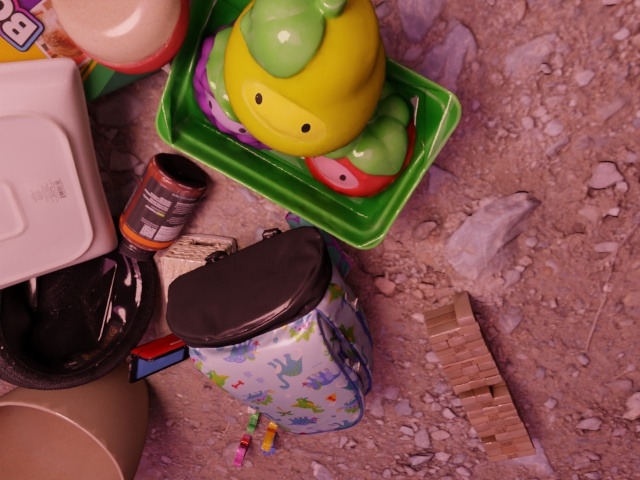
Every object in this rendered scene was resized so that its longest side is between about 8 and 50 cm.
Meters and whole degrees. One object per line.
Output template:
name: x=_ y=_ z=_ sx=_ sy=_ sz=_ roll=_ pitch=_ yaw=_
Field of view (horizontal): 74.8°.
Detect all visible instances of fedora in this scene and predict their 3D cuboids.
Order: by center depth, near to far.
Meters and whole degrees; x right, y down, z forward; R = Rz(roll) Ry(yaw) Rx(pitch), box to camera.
fedora: x=-0.490 y=0.105 z=0.807 sx=0.152 sy=0.334 sz=0.334 roll=1 pitch=118 yaw=46

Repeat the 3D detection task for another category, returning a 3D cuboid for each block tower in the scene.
block tower: x=0.302 y=0.266 z=0.803 sx=0.097 sy=0.091 sz=0.335 roll=-22 pitch=107 yaw=17

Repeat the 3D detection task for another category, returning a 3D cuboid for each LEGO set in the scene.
LEGO set: x=-0.139 y=0.445 z=0.957 sx=0.087 sy=0.093 sz=0.227 roll=16 pitch=115 yaw=3

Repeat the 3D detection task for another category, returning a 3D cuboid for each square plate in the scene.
square plate: x=-0.467 y=-0.047 z=0.560 sx=0.049 sy=0.344 sz=0.347 roll=43 pitch=140 yaw=31

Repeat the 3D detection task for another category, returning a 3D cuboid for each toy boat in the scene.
toy boat: x=-0.231 y=-0.310 z=0.513 sx=0.151 sy=0.151 sz=0.231 roll=-21 pitch=80 yaw=11

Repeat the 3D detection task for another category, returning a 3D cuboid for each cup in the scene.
cup: x=-0.520 y=0.401 z=0.926 sx=0.331 sy=0.237 sz=0.331 roll=3 pitch=113 yaw=8

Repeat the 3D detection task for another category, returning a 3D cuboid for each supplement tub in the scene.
supplement tub: x=-0.296 y=-0.054 z=0.762 sx=0.106 sy=0.106 sz=0.198 roll=37 pitch=114 yaw=-7

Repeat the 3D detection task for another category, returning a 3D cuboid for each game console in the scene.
game console: x=-0.307 y=0.241 z=0.862 sx=0.124 sy=0.144 sz=0.085 roll=-1 pitch=101 yaw=42

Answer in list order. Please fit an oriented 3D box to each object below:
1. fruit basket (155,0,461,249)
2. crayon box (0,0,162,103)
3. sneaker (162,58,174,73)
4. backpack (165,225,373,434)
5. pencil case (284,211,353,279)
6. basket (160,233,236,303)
fruit basket: x=-0.024 y=-0.165 z=0.526 sx=0.392 sy=0.392 sz=0.283 roll=28 pitch=115 yaw=-3
crayon box: x=-0.429 y=-0.338 z=0.526 sx=0.313 sy=0.106 sz=0.363 roll=-36 pitch=126 yaw=-21
sneaker: x=-0.196 y=-0.267 z=0.637 sx=0.061 sy=0.158 sz=0.065 roll=41 pitch=99 yaw=14
backpack: x=-0.046 y=0.182 z=0.735 sx=0.290 sy=0.273 sz=0.355 roll=-20 pitch=145 yaw=14
pencil case: x=0.000 y=0.000 z=0.756 sx=0.070 sy=0.064 sz=0.151 roll=-27 pitch=106 yaw=23
basket: x=-0.229 y=0.084 z=0.811 sx=0.113 sy=0.103 sz=0.167 roll=5 pitch=115 yaw=9
